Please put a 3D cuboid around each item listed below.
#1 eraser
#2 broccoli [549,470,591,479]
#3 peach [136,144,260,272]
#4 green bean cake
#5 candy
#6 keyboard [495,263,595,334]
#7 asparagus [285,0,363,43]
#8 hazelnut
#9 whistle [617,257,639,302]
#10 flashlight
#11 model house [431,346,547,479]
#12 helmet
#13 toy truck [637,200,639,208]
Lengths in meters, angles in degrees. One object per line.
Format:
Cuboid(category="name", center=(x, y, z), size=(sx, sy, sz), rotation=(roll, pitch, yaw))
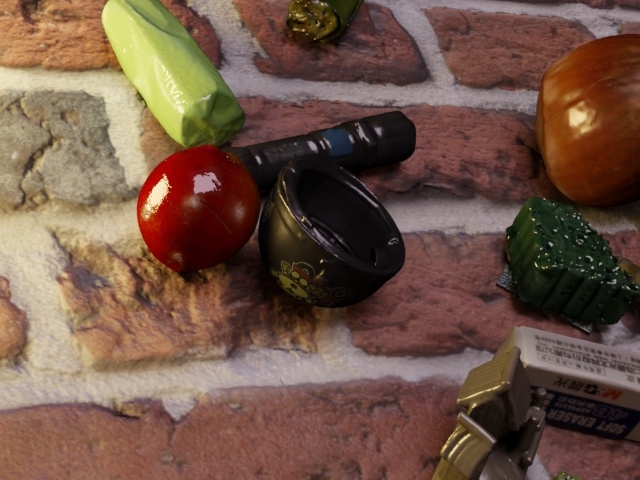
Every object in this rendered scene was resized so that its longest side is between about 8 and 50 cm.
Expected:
Cuboid(category="eraser", center=(0.398, 0.219, 1.613), size=(0.278, 0.124, 0.081), rotation=(14, 43, -9))
Cuboid(category="broccoli", center=(0.361, 0.413, 1.360), size=(0.197, 0.176, 0.226), rotation=(14, 7, -12))
Cuboid(category="peach", center=(-0.186, -0.044, 1.613), size=(0.197, 0.197, 0.197), rotation=(11, 43, -11))
Cuboid(category="green bean cake", center=(0.424, 0.027, 1.815), size=(0.193, 0.107, 0.208), rotation=(11, 40, -11))
Cuboid(category="candy", center=(-0.257, -0.302, 1.878), size=(0.142, 0.132, 0.343), rotation=(-25, 58, -20))
Cuboid(category="keyboard", center=(0.383, 0.098, 1.814), size=(0.176, 0.014, 0.055), rotation=(29, 46, 8))
Cuboid(category="asparagus", center=(0.040, -0.528, 2.253), size=(0.128, 0.108, 0.382), rotation=(23, 40, 4))
Cuboid(category="hazelnut", center=(0.573, -0.231, 2.001), size=(0.315, 0.372, 0.372), rotation=(49, 42, -12))
Cuboid(category="whistle", center=(0.618, 0.125, 1.770), size=(0.068, 0.057, 0.326), rotation=(16, 14, -45))
Cuboid(category="flashlight", center=(-0.020, -0.143, 1.846), size=(0.424, 0.103, 0.103), rotation=(-16, 54, -32))
Cuboid(category="model house", center=(0.238, 0.260, 1.480), size=(0.122, 0.188, 0.229), rotation=(18, 39, 19))
Cuboid(category="helmet", center=(0.000, 0.000, 1.647), size=(0.230, 0.160, 0.279), rotation=(32, 24, -14))
Cuboid(category="toy truck", center=(0.659, -0.022, 2.003), size=(0.100, 0.077, 0.169), rotation=(2, 47, -22))
